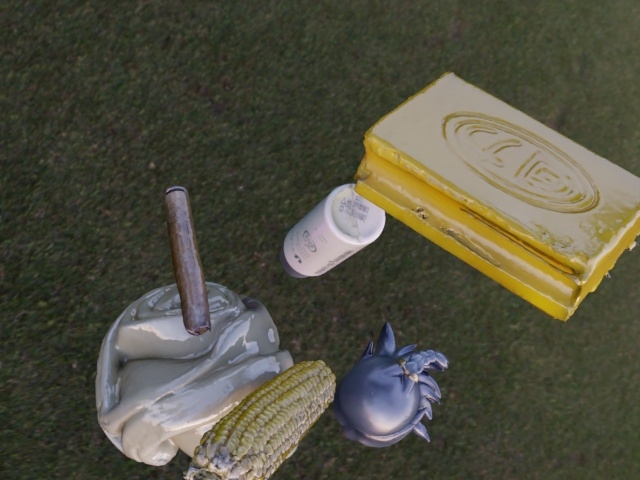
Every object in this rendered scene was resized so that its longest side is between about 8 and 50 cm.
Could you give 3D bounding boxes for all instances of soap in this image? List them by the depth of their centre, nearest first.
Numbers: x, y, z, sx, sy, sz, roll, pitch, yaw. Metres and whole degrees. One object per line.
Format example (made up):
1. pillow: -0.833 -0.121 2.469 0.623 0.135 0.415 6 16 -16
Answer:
1. soap: 0.223 -0.064 0.983 0.324 0.096 0.204 35 54 22

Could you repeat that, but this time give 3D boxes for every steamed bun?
1. steamed bun: -0.208 0.201 1.368 0.343 0.368 0.254 2 109 -24

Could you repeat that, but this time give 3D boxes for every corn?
1. corn: -0.076 0.267 1.161 0.115 0.115 0.318 60 35 -6

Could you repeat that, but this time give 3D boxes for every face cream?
1. face cream: 0.000 0.000 1.228 0.092 0.311 0.092 5 75 -18

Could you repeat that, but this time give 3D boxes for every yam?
1. yam: -0.207 0.030 1.245 0.046 0.046 0.263 9 52 -35

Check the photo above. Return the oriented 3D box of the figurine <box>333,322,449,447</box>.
1. figurine: 0.138 0.285 1.556 0.265 0.175 0.196 -47 144 -45
